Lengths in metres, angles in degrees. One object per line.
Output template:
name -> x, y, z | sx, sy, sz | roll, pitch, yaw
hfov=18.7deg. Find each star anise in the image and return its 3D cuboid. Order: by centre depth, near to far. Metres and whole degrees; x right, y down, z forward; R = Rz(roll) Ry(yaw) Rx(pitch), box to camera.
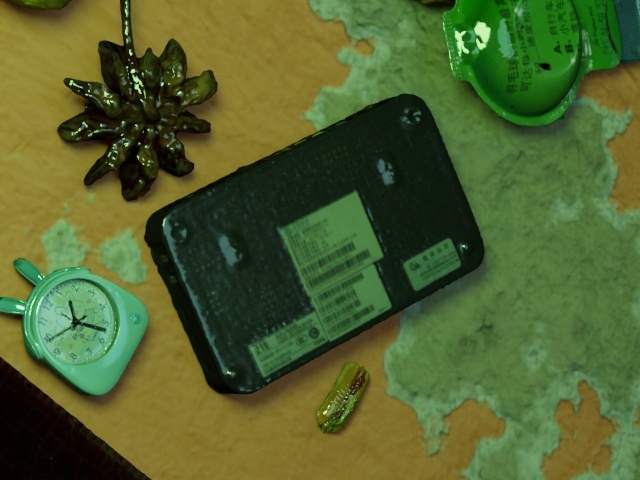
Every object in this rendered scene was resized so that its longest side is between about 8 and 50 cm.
star anise -> -0.193, -0.148, 1.916 | 0.177, 0.073, 0.234 | -45, 115, -17

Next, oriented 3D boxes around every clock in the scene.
clock -> -0.247, 0.076, 1.895 | 0.147, 0.045, 0.108 | 36, 70, -22

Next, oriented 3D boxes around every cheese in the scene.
cheese -> 0.255, -0.231, 2.175 | 0.320, 0.083, 0.204 | -11, 91, -41

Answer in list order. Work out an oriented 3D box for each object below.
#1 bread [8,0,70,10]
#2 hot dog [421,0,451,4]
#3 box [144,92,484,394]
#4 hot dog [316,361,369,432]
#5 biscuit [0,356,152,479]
bread -> -0.218, -0.402, 1.874 | 0.166, 0.112, 0.384 | 47, 62, -56
hot dog -> 0.050, -0.334, 2.069 | 0.269, 0.072, 0.115 | 30, 73, -27
box -> 0.000, 0.000, 2.033 | 0.350, 0.058, 0.211 | -28, 102, -27
hot dog -> 0.025, 0.167, 2.058 | 0.037, 0.021, 0.083 | 36, 70, -22
biscuit -> -0.297, 0.182, 1.816 | 0.388, 0.073, 0.107 | 44, 65, -31
